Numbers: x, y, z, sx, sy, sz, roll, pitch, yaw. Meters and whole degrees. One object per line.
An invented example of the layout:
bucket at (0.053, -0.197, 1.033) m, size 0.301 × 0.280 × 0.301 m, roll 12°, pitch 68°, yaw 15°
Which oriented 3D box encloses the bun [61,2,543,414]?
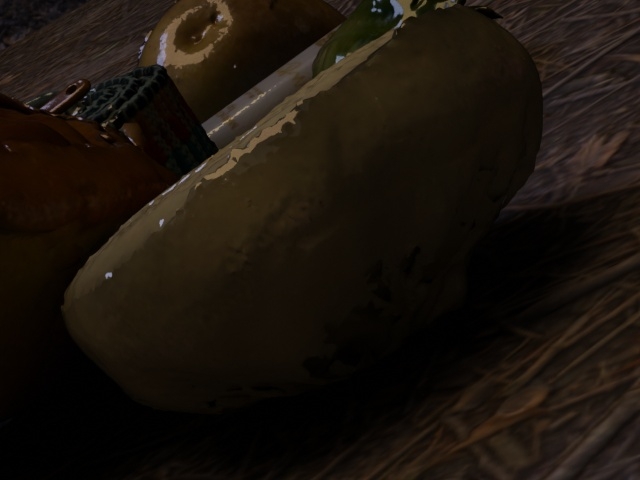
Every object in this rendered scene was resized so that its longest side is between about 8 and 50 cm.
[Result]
bun at (0.000, 0.000, 1.011) m, size 0.287 × 0.146 × 0.287 m, roll -35°, pitch 0°, yaw 0°

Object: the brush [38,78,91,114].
brush at (-0.232, -0.061, 1.341) m, size 0.170 × 0.014 × 0.043 m, roll -38°, pitch 40°, yaw -2°

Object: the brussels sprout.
brussels sprout at (0.055, -0.131, 1.401) m, size 0.181 × 0.100 × 0.139 m, roll 3°, pitch 54°, yaw 41°

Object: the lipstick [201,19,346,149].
lipstick at (0.003, -0.135, 1.559) m, size 0.264 × 0.059 × 0.059 m, roll -37°, pitch 17°, yaw -18°

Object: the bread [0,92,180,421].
bread at (-0.263, -0.002, 1.143) m, size 0.337 × 0.204 × 0.358 m, roll 10°, pitch 4°, yaw 18°

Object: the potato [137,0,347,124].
potato at (-0.058, -0.165, 1.622) m, size 0.243 × 0.138 × 0.098 m, roll -43°, pitch 24°, yaw -27°

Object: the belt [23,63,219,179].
belt at (-0.218, -0.021, 1.435) m, size 0.295 × 0.160 × 0.207 m, roll -27°, pitch 17°, yaw 12°
